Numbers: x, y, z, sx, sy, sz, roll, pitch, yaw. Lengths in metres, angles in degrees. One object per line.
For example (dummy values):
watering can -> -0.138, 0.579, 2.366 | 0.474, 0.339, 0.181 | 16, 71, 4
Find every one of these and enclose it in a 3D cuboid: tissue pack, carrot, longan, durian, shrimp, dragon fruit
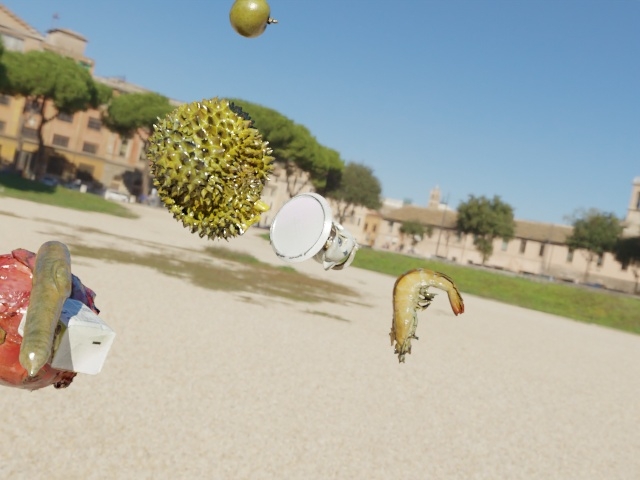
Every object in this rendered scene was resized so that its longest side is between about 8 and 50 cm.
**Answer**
tissue pack -> -0.473, 0.173, 1.258 | 0.149, 0.099, 0.106 | 27, 3, 41
carrot -> -0.458, 0.102, 1.136 | 0.070, 0.070, 0.342 | 12, 28, -22
longan -> -0.112, -0.377, 1.144 | 0.083, 0.075, 0.075 | 15, 0, -8
durian -> -0.226, -0.139, 1.367 | 0.258, 0.293, 0.258 | -21, 5, 2
shrimp -> 0.180, 0.130, 1.149 | 0.124, 0.178, 0.034 | 1, 16, 3
dragon fruit -> -0.622, 0.170, 1.432 | 0.296, 0.295, 0.301 | 12, -28, 42

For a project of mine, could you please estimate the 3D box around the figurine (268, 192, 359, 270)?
figurine -> 0.000, 0.000, 1.201 | 0.132, 0.132, 0.154 | 12, -12, 39
